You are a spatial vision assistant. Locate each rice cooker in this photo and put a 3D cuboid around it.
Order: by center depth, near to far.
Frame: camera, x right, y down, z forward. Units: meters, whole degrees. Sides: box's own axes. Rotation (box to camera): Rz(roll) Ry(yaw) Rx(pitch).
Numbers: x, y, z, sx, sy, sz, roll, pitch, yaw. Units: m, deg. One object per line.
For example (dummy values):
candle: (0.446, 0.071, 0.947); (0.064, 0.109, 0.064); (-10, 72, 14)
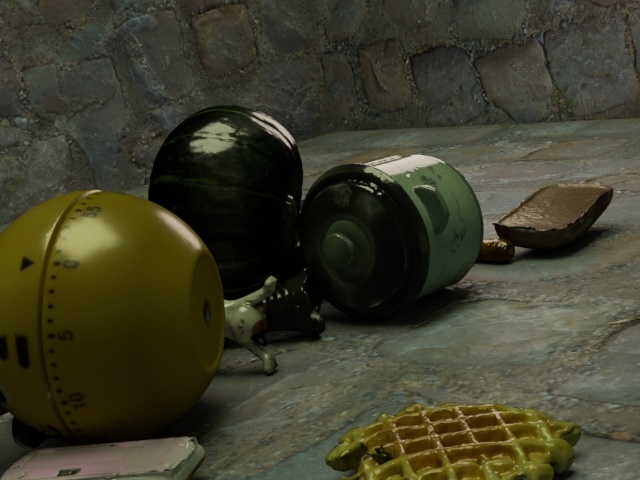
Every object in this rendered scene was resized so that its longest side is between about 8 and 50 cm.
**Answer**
rice cooker: (0.113, -0.010, 1.787); (0.317, 0.264, 0.316); (-24, -6, -2)

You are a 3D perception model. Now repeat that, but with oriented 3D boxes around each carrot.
carrot: (0.287, 0.017, 2.014); (0.047, 0.047, 0.191); (-21, 16, -41)

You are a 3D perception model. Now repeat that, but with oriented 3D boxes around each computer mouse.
computer mouse: (-0.253, 0.277, 1.232); (0.245, 0.056, 0.126); (-7, 13, 13)

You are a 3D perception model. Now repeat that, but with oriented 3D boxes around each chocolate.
chocolate: (0.455, -0.036, 2.032); (0.161, 0.083, 0.261); (6, 25, 40)

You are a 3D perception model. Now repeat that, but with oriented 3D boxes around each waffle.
waffle: (0.138, 0.228, 1.150); (0.261, 0.056, 0.250); (-2, 14, 41)

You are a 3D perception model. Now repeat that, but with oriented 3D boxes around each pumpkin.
pumpkin: (-0.159, -0.073, 1.807); (0.241, 0.323, 0.323); (6, 15, 9)

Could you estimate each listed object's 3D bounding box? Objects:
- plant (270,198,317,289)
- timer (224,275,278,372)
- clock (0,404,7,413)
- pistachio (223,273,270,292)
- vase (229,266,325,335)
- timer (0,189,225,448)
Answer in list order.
plant: (0.000, 0.000, 1.986); (0.142, 0.164, 0.256); (17, 42, 32)
timer: (-0.188, 0.112, 1.614); (0.266, 0.175, 0.175); (5, 17, 23)
clock: (-0.557, 0.245, 1.660); (0.185, 0.040, 0.184); (-9, 12, 2)
pistachio: (-0.195, 0.004, 2.123); (0.226, 0.207, 0.332); (6, 13, -27)
vase: (-0.121, 0.124, 1.740); (0.238, 0.115, 0.115); (-14, 12, 8)
timer: (-0.330, 0.107, 1.405); (0.387, 0.376, 0.376); (-2, 14, 12)
